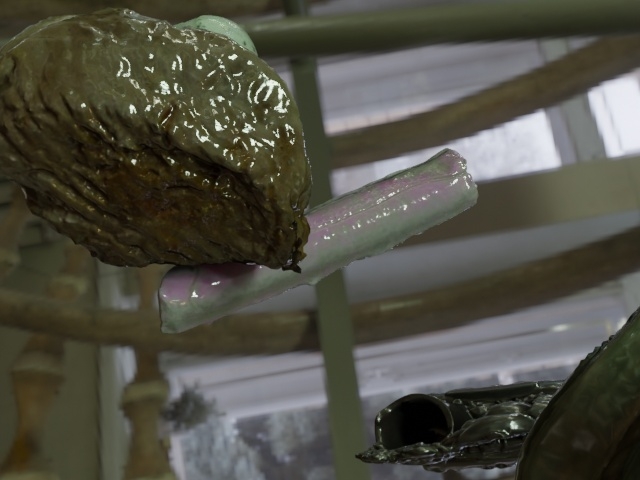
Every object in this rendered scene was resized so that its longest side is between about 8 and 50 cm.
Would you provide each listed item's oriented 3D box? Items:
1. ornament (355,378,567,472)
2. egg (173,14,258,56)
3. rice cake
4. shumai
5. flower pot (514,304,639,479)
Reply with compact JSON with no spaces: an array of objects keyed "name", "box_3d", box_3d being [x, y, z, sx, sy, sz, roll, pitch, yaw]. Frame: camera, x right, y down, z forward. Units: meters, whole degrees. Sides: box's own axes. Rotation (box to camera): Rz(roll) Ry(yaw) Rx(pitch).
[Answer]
[{"name":"ornament","box_3d":[0.179,0.214,1.430,0.260,0.251,0.106,24,58,-70]},{"name":"egg","box_3d":[-0.116,-0.130,1.100,0.164,0.131,0.131,-54,-153,32]},{"name":"rice cake","box_3d":[0.000,0.000,0.926,0.049,0.269,0.055,-147,-142,-67]},{"name":"shumai","box_3d":[-0.108,-0.091,0.873,0.185,0.218,0.184,-81,173,-51]},{"name":"flower pot","box_3d":[0.262,0.152,0.610,0.213,0.301,0.302,33,-42,57]}]
